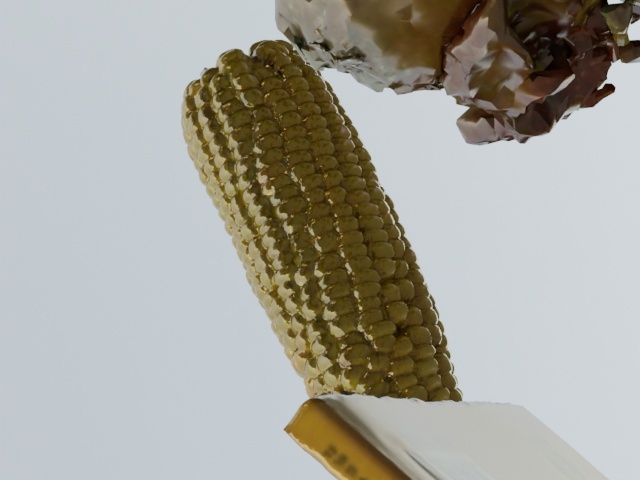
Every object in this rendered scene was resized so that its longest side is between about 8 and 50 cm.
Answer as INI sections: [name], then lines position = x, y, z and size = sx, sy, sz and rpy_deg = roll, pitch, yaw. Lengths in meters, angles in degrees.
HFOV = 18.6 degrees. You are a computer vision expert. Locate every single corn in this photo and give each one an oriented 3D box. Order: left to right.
[corn]
position = 0.000, 0.000, 1.140
size = 0.101, 0.101, 0.310
rpy_deg = 5, -130, -46

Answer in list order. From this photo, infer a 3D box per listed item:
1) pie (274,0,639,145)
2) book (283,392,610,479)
[pie]
position = 0.116, -0.150, 0.373
size = 0.257, 0.274, 0.105
rpy_deg = -11, -138, -16
[book]
position = 0.136, 0.148, 0.628
size = 0.295, 0.020, 0.208
rpy_deg = 40, -170, 22
